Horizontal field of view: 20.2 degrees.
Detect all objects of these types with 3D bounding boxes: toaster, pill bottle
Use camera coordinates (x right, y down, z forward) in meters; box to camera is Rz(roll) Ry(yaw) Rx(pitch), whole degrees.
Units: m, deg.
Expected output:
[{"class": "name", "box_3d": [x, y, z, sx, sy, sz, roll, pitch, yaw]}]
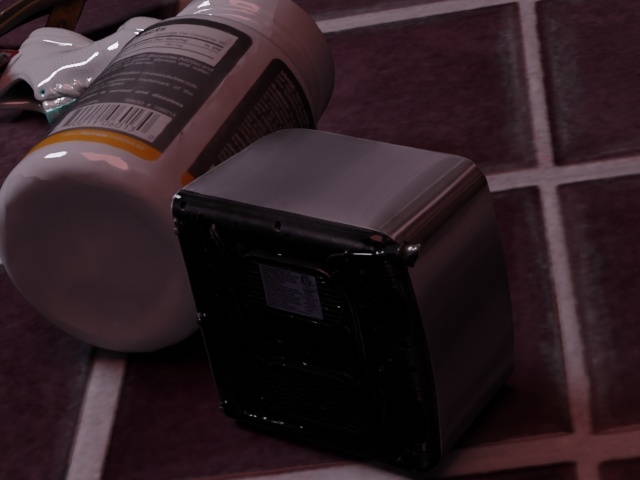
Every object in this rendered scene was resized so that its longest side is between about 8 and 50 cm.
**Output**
[{"class": "toaster", "box_3d": [0.020, 0.034, 1.052, 0.186, 0.168, 0.110, 12, 38, 36]}, {"class": "pill bottle", "box_3d": [-0.097, -0.061, 1.255, 0.162, 0.162, 0.278, 2, 33, 23]}]

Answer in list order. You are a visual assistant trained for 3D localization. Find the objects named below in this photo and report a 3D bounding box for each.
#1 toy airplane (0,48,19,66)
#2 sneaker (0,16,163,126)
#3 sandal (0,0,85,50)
[{"class": "toy airplane", "box_3d": [-0.324, -0.126, 1.530, 0.151, 0.028, 0.151, -32, 23, 16]}, {"class": "sneaker", "box_3d": [-0.186, -0.128, 1.487, 0.212, 0.080, 0.094, 1, 40, 40]}, {"class": "sandal", "box_3d": [-0.236, -0.202, 1.624, 0.219, 0.060, 0.090, -29, 8, -14]}]
